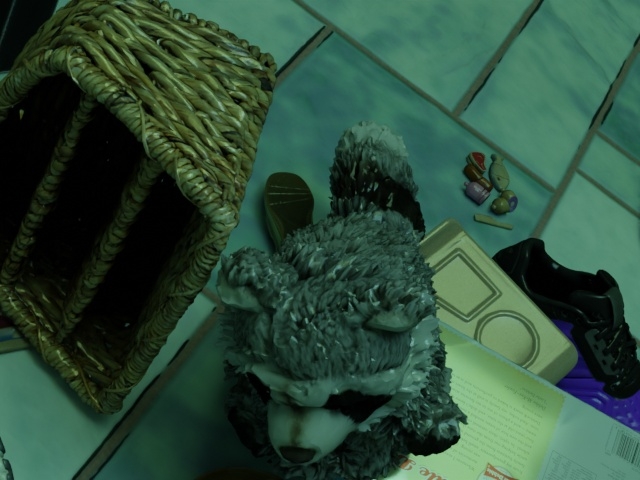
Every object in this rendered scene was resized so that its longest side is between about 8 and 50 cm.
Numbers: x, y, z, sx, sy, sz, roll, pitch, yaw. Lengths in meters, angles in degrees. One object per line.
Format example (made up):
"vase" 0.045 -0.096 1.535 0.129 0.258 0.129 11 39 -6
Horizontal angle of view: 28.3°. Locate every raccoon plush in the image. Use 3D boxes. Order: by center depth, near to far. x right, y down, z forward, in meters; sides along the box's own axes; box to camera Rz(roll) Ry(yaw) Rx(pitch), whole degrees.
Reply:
"raccoon plush" 0.000 0.000 1.093 0.216 0.299 0.446 -8 54 -1

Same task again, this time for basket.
"basket" -0.197 -0.039 1.069 0.213 0.299 0.223 25 44 -14

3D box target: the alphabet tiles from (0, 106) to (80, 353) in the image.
"alphabet tiles" -0.357 -0.037 1.195 0.285 0.011 0.342 -10 59 -37

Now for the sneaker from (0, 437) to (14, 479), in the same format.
"sneaker" -0.330 0.122 1.005 0.110 0.107 0.275 -18 67 -24

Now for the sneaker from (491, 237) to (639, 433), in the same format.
"sneaker" 0.292 0.114 1.376 0.293 0.146 0.102 44 42 10

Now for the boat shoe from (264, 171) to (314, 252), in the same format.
"boat shoe" -0.031 -0.011 1.363 0.056 0.048 0.153 -2 47 -19

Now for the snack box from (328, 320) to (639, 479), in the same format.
"snack box" 0.156 0.207 1.230 0.322 0.060 0.187 30 61 -5

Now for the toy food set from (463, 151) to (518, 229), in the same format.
"toy food set" 0.210 -0.071 1.580 0.078 0.019 0.122 13 47 -23

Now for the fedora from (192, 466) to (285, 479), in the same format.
"fedora" -0.044 0.268 1.076 0.194 0.079 0.194 17 46 -19

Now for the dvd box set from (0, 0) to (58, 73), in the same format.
"dvd box set" -0.383 -0.426 1.304 0.062 0.307 0.420 -20 66 -40

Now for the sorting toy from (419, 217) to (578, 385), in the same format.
"sorting toy" 0.137 0.106 1.328 0.193 0.038 0.208 -37 80 -20
